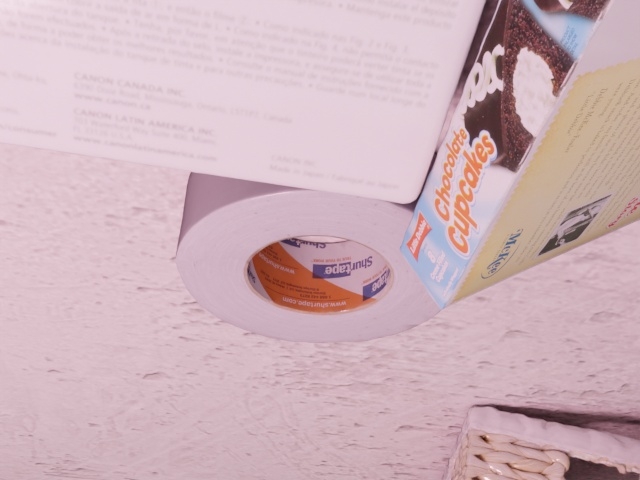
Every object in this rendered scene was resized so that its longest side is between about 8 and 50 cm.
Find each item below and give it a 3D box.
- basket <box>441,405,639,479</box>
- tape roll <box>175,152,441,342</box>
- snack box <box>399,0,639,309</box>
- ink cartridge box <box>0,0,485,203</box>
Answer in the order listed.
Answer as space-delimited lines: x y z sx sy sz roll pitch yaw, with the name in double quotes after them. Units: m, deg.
0.293 0.414 1.026 0.328 0.267 0.331 13 144 8 "basket"
0.000 0.000 0.668 0.219 0.072 0.219 2 145 1 "tape roll"
0.166 -0.093 0.458 0.187 0.060 0.322 -21 152 -22 "snack box"
-0.056 -0.207 0.392 0.308 0.091 0.385 9 128 -8 "ink cartridge box"
